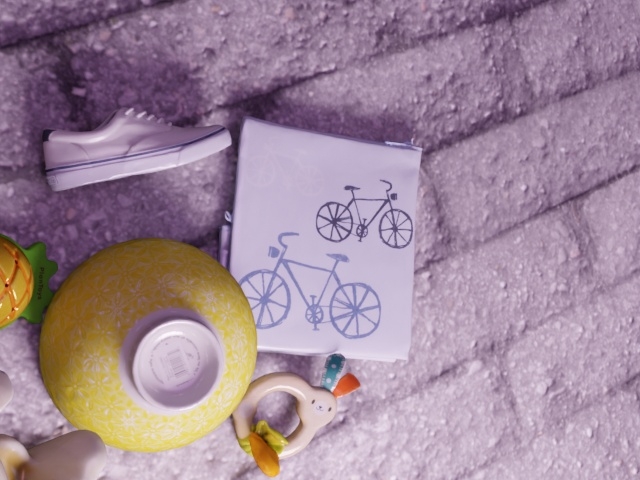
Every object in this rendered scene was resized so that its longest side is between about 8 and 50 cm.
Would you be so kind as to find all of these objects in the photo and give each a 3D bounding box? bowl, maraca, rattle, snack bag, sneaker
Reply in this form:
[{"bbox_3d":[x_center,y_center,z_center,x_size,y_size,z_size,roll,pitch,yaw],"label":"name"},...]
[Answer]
[{"bbox_3d":[-0.201,0.146,1.416,0.289,0.156,0.289,-2,96,-22],"label":"bowl"},{"bbox_3d":[-0.401,0.052,1.378,0.185,0.099,0.127,3,94,-53],"label":"maraca"},{"bbox_3d":[-0.016,0.235,1.534,0.199,0.143,0.130,-16,86,-15],"label":"rattle"},{"bbox_3d":[0.000,0.000,1.626,0.323,0.037,0.343,7,84,-28],"label":"snack bag"},{"bbox_3d":[-0.241,-0.134,1.473,0.258,0.094,0.091,-15,98,-27],"label":"sneaker"}]

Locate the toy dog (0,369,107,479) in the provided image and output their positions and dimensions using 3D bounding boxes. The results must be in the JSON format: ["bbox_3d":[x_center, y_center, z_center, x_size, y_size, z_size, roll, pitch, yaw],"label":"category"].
[{"bbox_3d":[-0.467,0.255,1.158,0.408,0.395,0.284,54,34,-46],"label":"toy dog"}]
